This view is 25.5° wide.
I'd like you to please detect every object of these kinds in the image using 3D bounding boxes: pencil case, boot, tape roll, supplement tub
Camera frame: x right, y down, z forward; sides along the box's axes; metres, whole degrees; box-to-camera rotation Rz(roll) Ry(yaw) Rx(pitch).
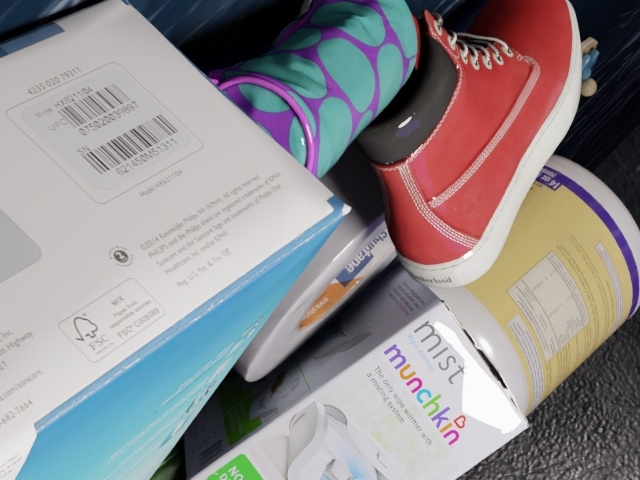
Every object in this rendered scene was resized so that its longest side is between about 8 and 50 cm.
[{"bbox_3d":[-0.007,-0.072,0.649,0.064,0.070,0.152,-28,-166,32],"label":"pencil case"},{"bbox_3d":[0.091,-0.117,0.881,0.244,0.088,0.176,-64,144,-32],"label":"boot"},{"bbox_3d":[0.000,0.000,1.017,0.219,0.072,0.219,-45,170,-10],"label":"tape roll"},{"bbox_3d":[0.188,0.077,1.608,0.331,0.241,0.241,-38,168,-28],"label":"supplement tub"}]

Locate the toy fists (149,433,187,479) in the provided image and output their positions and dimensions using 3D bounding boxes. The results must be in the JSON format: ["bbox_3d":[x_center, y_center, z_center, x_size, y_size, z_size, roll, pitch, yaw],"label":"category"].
[{"bbox_3d":[-0.078,0.186,1.380,0.279,0.096,0.142,-47,171,0],"label":"toy fists"}]

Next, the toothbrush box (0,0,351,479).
[{"bbox_3d":[-0.152,0.078,0.530,0.216,0.126,0.295,-36,166,-48],"label":"toothbrush box"}]

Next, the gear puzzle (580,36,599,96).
[{"bbox_3d":[0.194,-0.100,1.502,0.339,0.044,0.175,-36,166,-44],"label":"gear puzzle"}]

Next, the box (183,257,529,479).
[{"bbox_3d":[0.013,0.131,1.140,0.231,0.127,0.262,-35,-170,-1],"label":"box"}]
